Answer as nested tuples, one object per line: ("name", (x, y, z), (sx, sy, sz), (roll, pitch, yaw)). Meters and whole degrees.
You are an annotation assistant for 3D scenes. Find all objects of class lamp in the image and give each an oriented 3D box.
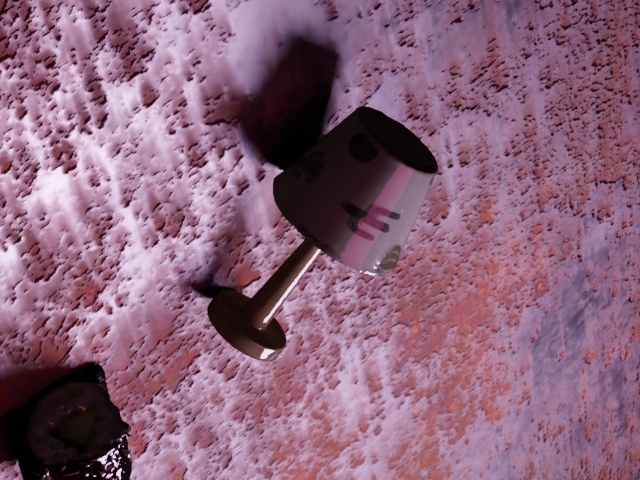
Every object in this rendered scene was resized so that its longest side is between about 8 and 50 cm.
("lamp", (0.000, 0.000, 1.483), (0.215, 0.121, 0.121), (-51, 148, 20))

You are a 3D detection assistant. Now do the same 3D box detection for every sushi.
("sushi", (-0.194, 0.163, 1.457), (0.094, 0.098, 0.084), (-16, 134, -14))
